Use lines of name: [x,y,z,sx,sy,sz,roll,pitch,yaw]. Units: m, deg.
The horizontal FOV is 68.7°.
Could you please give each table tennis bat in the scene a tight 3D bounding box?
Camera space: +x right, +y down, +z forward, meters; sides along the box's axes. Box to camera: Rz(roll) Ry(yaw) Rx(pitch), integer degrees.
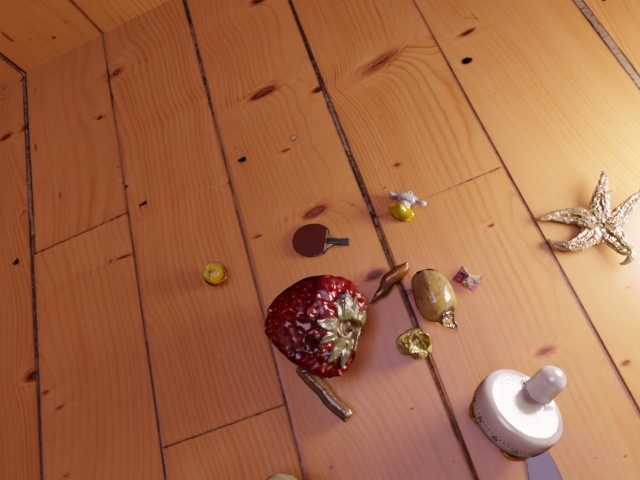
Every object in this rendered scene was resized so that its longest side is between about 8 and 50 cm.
table tennis bat: [0.000,0.000,1.717,0.220,0.019,0.130,2,71,19]

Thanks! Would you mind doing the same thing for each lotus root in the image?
lotus root: [0.366,0.187,1.488,0.125,0.118,0.221,-32,61,23]

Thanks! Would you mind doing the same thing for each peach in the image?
peach: [-0.394,0.132,1.766,0.098,0.061,0.098,2,57,-3]

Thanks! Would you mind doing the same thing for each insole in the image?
insole: [0.612,0.616,1.317,0.086,0.005,0.253,-18,67,10]

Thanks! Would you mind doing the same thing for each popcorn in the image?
popcorn: [0.295,0.322,1.479,0.109,0.089,0.097,0,60,20]

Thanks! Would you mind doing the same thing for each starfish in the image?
starfish: [0.862,-0.071,1.460,0.299,0.060,0.302,35,89,31]

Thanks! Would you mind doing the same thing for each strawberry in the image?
strawberry: [-0.031,0.271,1.521,0.345,0.295,0.318,-5,85,50]

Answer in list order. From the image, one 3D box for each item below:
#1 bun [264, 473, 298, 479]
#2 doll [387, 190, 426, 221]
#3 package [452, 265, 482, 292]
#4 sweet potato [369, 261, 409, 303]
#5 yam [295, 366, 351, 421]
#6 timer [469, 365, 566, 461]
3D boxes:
bun: [-0.093,0.835,1.275,0.234,0.362,0.326,-25,106,8]
doll: [0.290,-0.134,1.656,0.113,0.071,0.135,-40,60,-9]
package: [0.477,0.124,1.523,0.083,0.029,0.059,33,90,35]
sweet potato: [0.228,0.143,1.581,0.056,0.056,0.195,42,91,25]
yam: [0.010,0.489,1.522,0.241,0.057,0.057,40,86,27]
timer: [0.542,0.450,1.265,0.233,0.240,0.234,13,39,-10]
